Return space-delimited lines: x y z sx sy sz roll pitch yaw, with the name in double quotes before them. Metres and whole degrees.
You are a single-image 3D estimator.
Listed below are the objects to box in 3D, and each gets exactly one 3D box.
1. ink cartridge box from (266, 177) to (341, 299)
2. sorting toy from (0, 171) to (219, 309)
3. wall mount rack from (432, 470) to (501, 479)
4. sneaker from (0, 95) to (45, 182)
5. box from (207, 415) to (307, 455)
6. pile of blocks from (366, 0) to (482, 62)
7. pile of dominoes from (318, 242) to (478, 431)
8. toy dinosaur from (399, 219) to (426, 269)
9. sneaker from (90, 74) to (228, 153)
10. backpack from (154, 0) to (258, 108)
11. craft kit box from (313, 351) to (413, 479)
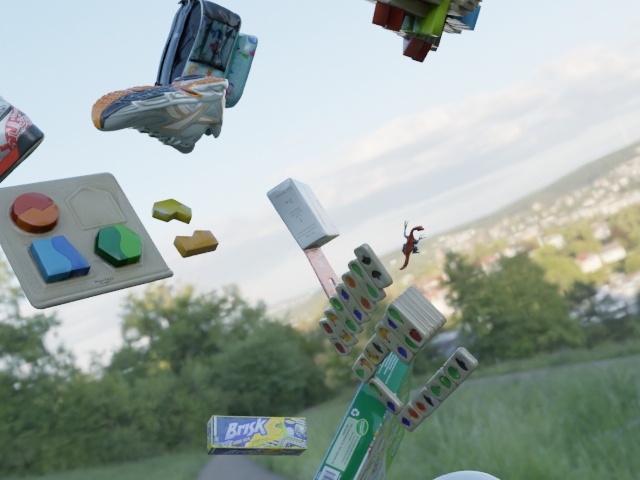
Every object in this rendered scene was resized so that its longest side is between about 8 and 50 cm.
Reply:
"ink cartridge box" 0.000 0.000 1.820 0.066 0.261 0.296 -32 -2 6
"sorting toy" -0.308 -0.022 1.256 0.307 0.229 0.041 -14 -34 -40
"wall mount rack" 0.085 0.298 0.393 0.304 0.130 0.350 -44 28 21
"sneaker" -0.637 -0.145 1.545 0.270 0.145 0.090 -47 9 -11
"box" -0.111 0.342 1.518 0.169 0.059 0.054 4 -28 -16
"pile of blocks" 0.169 -0.333 1.332 0.149 0.112 0.362 19 9 21
"pile of dominoes" 0.075 0.134 1.071 0.040 0.196 0.251 -37 -15 -31
"toy dinosaur" 0.184 0.006 1.715 0.047 0.090 0.082 8 -22 6
"sneaker" -0.246 -0.190 1.395 0.099 0.121 0.262 15 26 40
"backpack" -0.261 -0.377 1.896 0.191 0.253 0.225 22 1 -24
"craft kit box" 0.061 0.314 1.257 0.246 0.061 0.250 92 -156 -52
